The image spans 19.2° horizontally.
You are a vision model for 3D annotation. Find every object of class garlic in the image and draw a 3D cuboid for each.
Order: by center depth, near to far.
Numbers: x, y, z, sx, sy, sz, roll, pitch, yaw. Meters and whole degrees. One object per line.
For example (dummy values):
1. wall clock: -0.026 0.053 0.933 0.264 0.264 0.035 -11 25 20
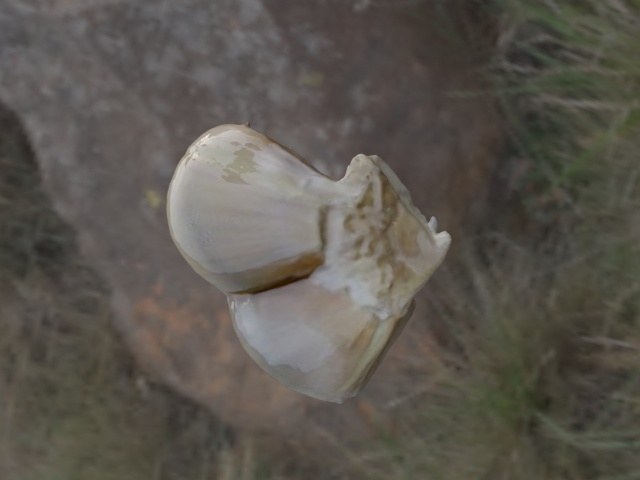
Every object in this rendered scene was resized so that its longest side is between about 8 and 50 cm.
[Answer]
1. garlic: -0.009 0.005 1.028 0.124 0.174 0.099 -44 20 -1
